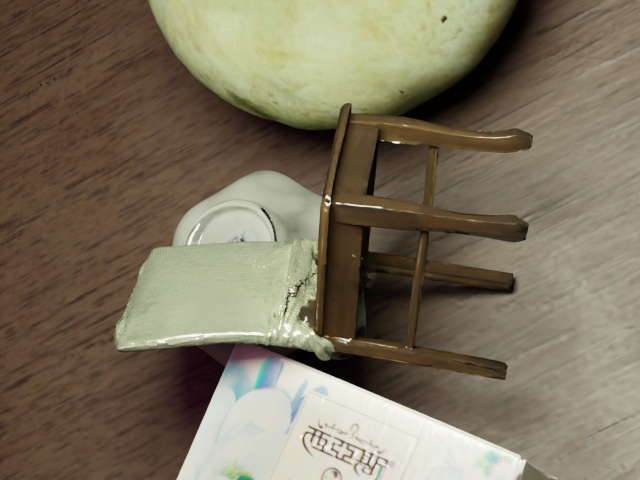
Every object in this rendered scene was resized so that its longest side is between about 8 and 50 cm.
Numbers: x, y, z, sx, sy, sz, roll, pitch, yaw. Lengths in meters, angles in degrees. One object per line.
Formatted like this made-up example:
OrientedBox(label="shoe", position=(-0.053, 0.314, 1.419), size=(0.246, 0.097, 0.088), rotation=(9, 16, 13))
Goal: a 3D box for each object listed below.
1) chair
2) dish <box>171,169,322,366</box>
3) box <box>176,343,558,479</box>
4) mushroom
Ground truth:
OrientedBox(label="chair", position=(0.000, 0.000, 1.344), size=(0.319, 0.186, 0.160), rotation=(6, 36, 4))
OrientedBox(label="dish", position=(-0.069, 0.018, 1.494), size=(0.191, 0.066, 0.190), rotation=(-8, 69, 21))
OrientedBox(label="box", position=(0.022, 0.226, 1.352), size=(0.274, 0.116, 0.203), rotation=(21, 83, 28))
OrientedBox(label="mushroom", position=(0.008, -0.262, 1.449), size=(0.352, 0.260, 0.352), rotation=(-4, 79, 20))
